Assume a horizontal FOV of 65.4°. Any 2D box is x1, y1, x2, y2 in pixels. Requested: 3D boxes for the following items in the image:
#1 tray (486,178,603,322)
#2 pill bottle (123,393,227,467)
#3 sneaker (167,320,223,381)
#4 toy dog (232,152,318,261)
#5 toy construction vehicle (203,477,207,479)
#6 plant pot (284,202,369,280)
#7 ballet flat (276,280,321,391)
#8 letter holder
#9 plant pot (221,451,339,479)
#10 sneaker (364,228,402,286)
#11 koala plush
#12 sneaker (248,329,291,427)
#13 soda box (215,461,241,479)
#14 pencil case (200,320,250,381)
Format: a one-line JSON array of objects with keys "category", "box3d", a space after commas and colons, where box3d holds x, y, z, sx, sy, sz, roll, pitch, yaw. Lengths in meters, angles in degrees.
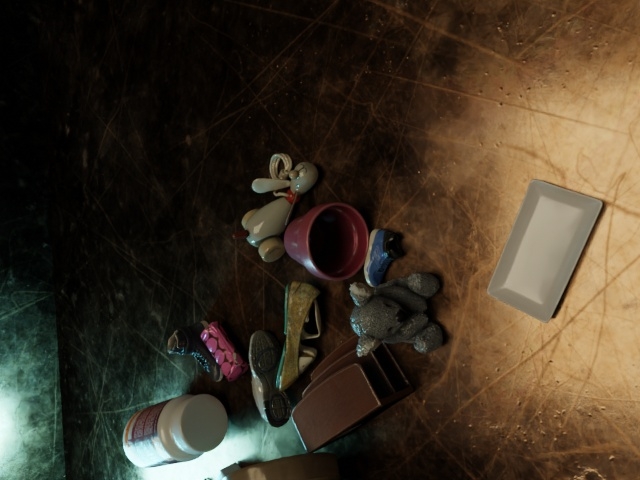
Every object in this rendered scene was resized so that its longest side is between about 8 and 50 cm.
[{"category": "tray", "box3d": [0.461, 0.021, 1.038, 0.145, 0.030, 0.270, 28, 110, 35]}, {"category": "pill bottle", "box3d": [-0.520, 0.682, 1.791, 0.392, 0.224, 0.224, -29, 74, 39]}, {"category": "sneaker", "box3d": [-0.442, 0.403, 1.750, 0.086, 0.163, 0.226, -37, 71, 34]}, {"category": "toy dog", "box3d": [-0.151, -0.093, 1.469, 0.220, 0.161, 0.334, 31, 112, 35]}, {"category": "toy construction vehicle", "box3d": [-0.431, 0.952, 1.855, 0.086, 0.035, 0.098, 40, 117, 32]}, {"category": "plant pot", "box3d": [0.000, 0.000, 1.338, 0.180, 0.201, 0.201, 4, 95, 56]}, {"category": "ballet flat", "box3d": [-0.059, 0.290, 1.457, 0.123, 0.123, 0.349, 16, 105, 39]}, {"category": "letter holder", "box3d": [0.055, 0.390, 1.331, 0.302, 0.152, 0.214, -46, 62, 33]}, {"category": "plant pot", "box3d": [-0.084, 0.742, 1.311, 0.323, 0.323, 0.280, -40, 50, 35]}, {"category": "sneaker", "box3d": [0.164, 0.049, 1.275, 0.084, 0.058, 0.152, 10, 93, 48]}, {"category": "koala plush", "box3d": [0.150, 0.181, 1.187, 0.203, 0.221, 0.196, -6, 89, 41]}, {"category": "sneaker", "box3d": [-0.181, 0.432, 1.567, 0.129, 0.111, 0.297, -28, 68, 56]}, {"category": "soda box", "box3d": [-0.260, 0.860, 1.677, 0.216, 0.074, 0.069, 36, 115, 33]}, {"category": "pencil case", "box3d": [-0.327, 0.370, 1.696, 0.209, 0.095, 0.098, 46, 155, 27]}]
